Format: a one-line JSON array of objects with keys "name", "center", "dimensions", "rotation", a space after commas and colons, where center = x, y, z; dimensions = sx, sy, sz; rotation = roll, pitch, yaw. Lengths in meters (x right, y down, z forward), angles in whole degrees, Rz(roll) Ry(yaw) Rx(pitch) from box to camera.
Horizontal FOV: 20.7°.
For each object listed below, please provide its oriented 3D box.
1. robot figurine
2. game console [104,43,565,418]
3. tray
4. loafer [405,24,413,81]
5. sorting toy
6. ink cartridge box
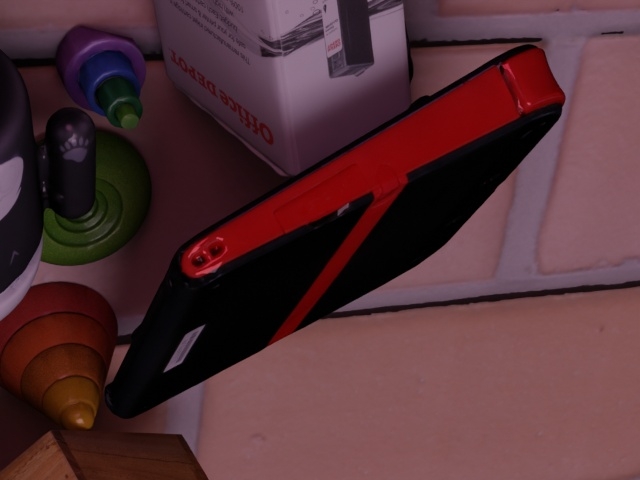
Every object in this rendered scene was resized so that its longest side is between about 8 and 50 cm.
[{"name": "robot figurine", "center": [-0.290, -0.047, 1.268], "dimensions": [0.173, 0.209, 0.278], "rotation": [-56, 162, -34]}, {"name": "game console", "center": [0.000, 0.000, 1.352], "dimensions": [0.342, 0.060, 0.386], "rotation": [-27, 168, -21]}, {"name": "tray", "center": [-0.300, 0.313, 1.509], "dimensions": [0.411, 0.076, 0.203], "rotation": [-39, 158, 17]}, {"name": "loafer", "center": [0.028, -0.198, 1.394], "dimensions": [0.078, 0.076, 0.223], "rotation": [-43, 132, -39]}, {"name": "sorting toy", "center": [-0.188, 0.015, 1.407], "dimensions": [0.127, 0.126, 0.365], "rotation": [0, 123, -23]}, {"name": "ink cartridge box", "center": [-0.040, -0.212, 1.256], "dimensions": [0.114, 0.197, 0.273], "rotation": [-25, 131, -23]}]
